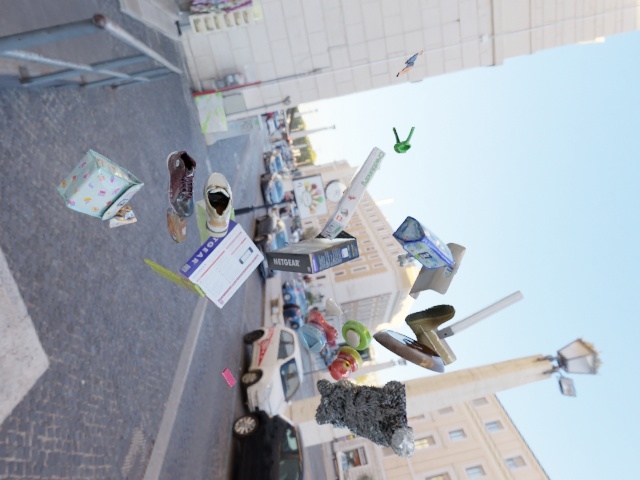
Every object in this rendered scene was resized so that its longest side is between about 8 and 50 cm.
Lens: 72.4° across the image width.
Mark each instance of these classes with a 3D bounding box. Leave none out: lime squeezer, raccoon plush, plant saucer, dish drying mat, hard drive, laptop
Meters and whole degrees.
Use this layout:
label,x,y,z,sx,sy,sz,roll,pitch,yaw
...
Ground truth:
label,x,y,z,sx,sy,sz,roll,pitch,yaw
lime squeezer,0.344,-0.409,1.797,0.310,0.058,0.110,-105,-150,-76
raccoon plush,0.122,0.539,1.400,0.446,0.298,0.216,86,11,-71
plant saucer,0.359,0.431,1.751,0.310,0.310,0.050,-139,-107,-88
dish drying mat,-0.373,0.558,1.780,0.032,0.008,0.083,-49,127,-43
hard drive,0.614,0.294,1.705,0.203,0.307,0.040,93,-29,-72
laptop,0.000,0.000,2.203,0.234,0.264,0.137,34,-15,48

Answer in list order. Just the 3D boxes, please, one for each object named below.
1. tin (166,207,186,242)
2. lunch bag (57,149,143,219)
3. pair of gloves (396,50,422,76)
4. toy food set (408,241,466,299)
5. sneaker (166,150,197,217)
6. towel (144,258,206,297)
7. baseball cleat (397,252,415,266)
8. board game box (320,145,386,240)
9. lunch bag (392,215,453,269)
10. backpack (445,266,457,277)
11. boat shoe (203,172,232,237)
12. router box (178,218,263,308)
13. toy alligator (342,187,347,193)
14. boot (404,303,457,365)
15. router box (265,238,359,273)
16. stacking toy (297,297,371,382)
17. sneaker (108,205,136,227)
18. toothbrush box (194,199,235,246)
label,x,y,z,sx,sy,sz,roll,pitch,yaw
tin,-0.644,-0.070,1.963,0.106,0.040,0.190,44,-41,24
lunch bag,-0.899,-0.212,1.825,0.160,0.223,0.262,47,5,28
pair of gloves,0.266,-0.524,1.301,0.010,0.074,0.083,51,-23,5
toy food set,0.493,0.143,1.851,0.220,0.092,0.306,-61,-179,-15
sneaker,-0.563,-0.237,1.807,0.162,0.106,0.282,-3,-81,52
towel,-0.524,0.132,1.583,0.021,0.237,0.102,-58,161,-25
baseball cleat,0.444,0.094,2.210,0.206,0.109,0.072,8,67,-83
board game box,0.110,-0.157,1.504,0.305,0.053,0.193,-60,-176,-17
lunch bag,0.291,0.012,1.225,0.128,0.096,0.151,38,0,-22
backpack,0.565,0.138,2.020,0.105,0.084,0.114,37,-33,4
boat shoe,-0.373,-0.156,1.619,0.103,0.113,0.302,115,-31,-44
router box,-0.455,0.110,2.073,0.082,0.335,0.301,27,-22,34
toy alligator,0.170,-0.271,2.242,0.051,0.189,0.056,31,-26,39
boot,0.511,0.407,1.857,0.270,0.236,0.089,58,38,-16
router box,-0.037,0.057,1.756,0.308,0.242,0.081,1,-76,52
stacking toy,0.047,0.419,1.805,0.309,0.130,0.280,39,-45,16
sneaker,-0.946,-0.113,2.070,0.215,0.084,0.083,-119,-164,-81
toothbrush box,-0.520,-0.049,2.194,0.206,0.122,0.284,28,-52,45
